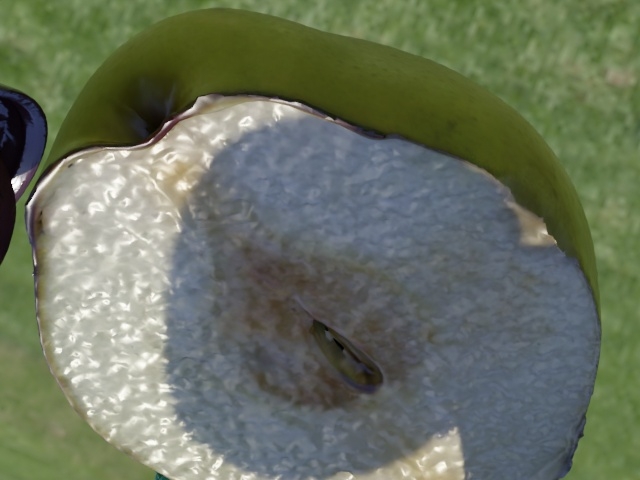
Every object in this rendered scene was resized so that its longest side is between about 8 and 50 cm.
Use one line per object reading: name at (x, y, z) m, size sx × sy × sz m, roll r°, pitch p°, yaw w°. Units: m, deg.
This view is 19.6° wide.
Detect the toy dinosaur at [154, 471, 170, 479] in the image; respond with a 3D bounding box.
toy dinosaur at (-0.112, 0.147, 1.602) m, size 0.259 × 0.094 × 0.153 m, roll 16°, pitch -160°, yaw -50°

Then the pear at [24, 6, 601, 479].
pear at (0.000, 0.000, 1.160) m, size 0.340 × 0.191 × 0.386 m, roll -19°, pitch 128°, yaw 21°

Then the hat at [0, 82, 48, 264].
hat at (-0.220, -0.002, 0.944) m, size 0.089 × 0.205 × 0.205 m, roll 53°, pitch -178°, yaw 18°
